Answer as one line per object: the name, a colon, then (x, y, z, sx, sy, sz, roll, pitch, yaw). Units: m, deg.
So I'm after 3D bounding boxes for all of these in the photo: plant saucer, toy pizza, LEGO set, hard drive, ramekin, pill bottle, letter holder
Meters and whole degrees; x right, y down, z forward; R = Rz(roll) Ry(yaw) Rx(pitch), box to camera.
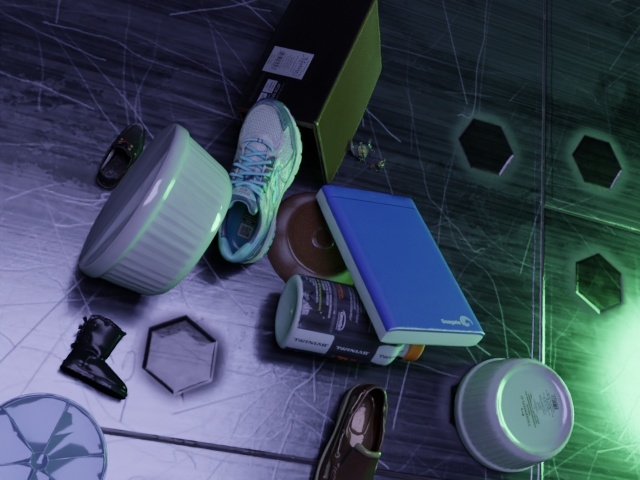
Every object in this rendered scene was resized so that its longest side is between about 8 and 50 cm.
plant saucer: (0.000, 0.000, 1.602, 0.198, 0.036, 0.199, 8, 69, -20)
toy pizza: (-0.416, 0.326, 1.317, 0.201, 0.032, 0.201, 8, 70, -22)
LEGO set: (0.085, -0.162, 1.704, 0.054, 0.023, 0.083, -45, 106, -26)
hard drive: (0.134, 0.040, 1.546, 0.210, 0.040, 0.319, 7, 44, -35)
ramekin: (-0.249, -0.037, 1.389, 0.127, 0.273, 0.273, 35, 62, -21)
pill bottle: (0.056, 0.142, 1.522, 0.245, 0.130, 0.131, 13, 68, -18)
letter holder: (-0.007, -0.282, 1.647, 0.152, 0.214, 0.302, 15, 64, 17)
ramekin: (0.354, 0.307, 1.604, 0.207, 0.109, 0.207, 7, 69, -20)

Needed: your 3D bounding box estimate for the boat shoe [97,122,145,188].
boat shoe: (-0.332, -0.149, 1.510, 0.049, 0.042, 0.133, 30, 62, -8)

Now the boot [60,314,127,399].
boot: (-0.336, 0.180, 1.396, 0.121, 0.045, 0.099, 31, 60, -10)

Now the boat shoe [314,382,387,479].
boat shoe: (0.054, 0.355, 1.469, 0.095, 0.095, 0.258, 19, 66, -16)

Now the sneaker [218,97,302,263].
sneaker: (-0.104, -0.091, 1.464, 0.110, 0.122, 0.283, 12, 101, 9)
